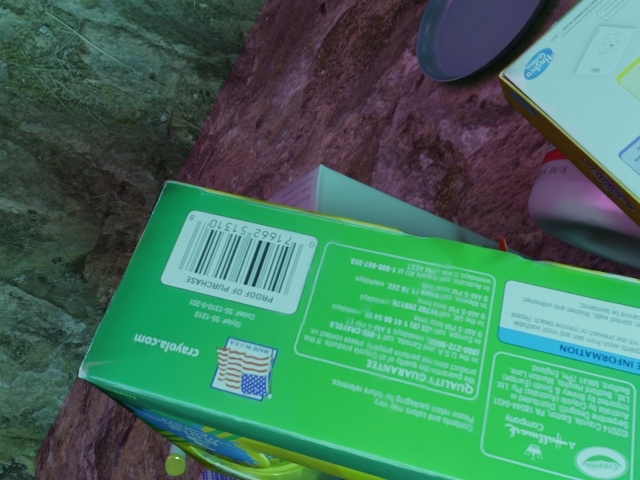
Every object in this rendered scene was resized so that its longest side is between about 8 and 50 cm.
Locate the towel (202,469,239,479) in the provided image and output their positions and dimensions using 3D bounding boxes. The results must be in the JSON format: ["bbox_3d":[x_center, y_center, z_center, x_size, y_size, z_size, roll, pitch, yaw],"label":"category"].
[{"bbox_3d":[-0.154,0.488,1.242,0.336,0.040,0.243,-51,33,27],"label":"towel"}]

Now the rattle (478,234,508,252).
[{"bbox_3d":[0.246,0.097,0.692,0.130,0.199,0.143,32,98,58],"label":"rattle"}]

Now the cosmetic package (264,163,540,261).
[{"bbox_3d":[0.089,0.070,0.780,0.217,0.384,0.156,-24,51,50],"label":"cosmetic package"}]

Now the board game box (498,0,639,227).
[{"bbox_3d":[0.334,-0.098,0.464,0.242,0.064,0.317,-42,68,11],"label":"board game box"}]

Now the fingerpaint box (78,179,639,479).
[{"bbox_3d":[0.087,0.155,0.529,0.371,0.444,0.163,86,-161,-62],"label":"fingerpaint box"}]

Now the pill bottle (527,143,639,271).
[{"bbox_3d":[0.387,-0.174,0.618,0.229,0.228,0.408,20,88,60],"label":"pill bottle"}]

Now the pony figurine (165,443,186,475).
[{"bbox_3d":[-0.269,0.264,1.356,0.363,0.302,0.351,-106,20,-66],"label":"pony figurine"}]

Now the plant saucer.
[{"bbox_3d":[0.299,-0.426,1.116,0.317,0.043,0.318,-37,41,41],"label":"plant saucer"}]
